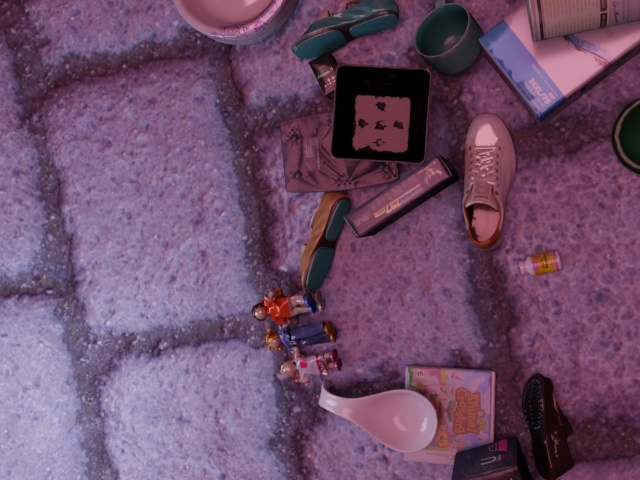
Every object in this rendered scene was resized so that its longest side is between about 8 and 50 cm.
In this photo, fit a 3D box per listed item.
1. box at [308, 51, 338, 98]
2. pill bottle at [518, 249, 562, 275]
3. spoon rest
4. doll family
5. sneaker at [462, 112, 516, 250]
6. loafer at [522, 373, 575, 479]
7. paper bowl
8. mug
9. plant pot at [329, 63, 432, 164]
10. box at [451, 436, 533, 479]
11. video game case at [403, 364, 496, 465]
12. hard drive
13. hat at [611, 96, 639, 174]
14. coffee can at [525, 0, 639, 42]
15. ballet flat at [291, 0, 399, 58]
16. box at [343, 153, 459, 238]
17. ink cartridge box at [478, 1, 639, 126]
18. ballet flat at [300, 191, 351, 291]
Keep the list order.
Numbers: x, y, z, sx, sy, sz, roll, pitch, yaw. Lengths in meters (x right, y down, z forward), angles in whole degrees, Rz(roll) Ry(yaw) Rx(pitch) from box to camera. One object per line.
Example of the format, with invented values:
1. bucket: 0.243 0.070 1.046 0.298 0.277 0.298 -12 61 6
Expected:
1. box: 0.019 -0.360 1.868 0.052 0.062 0.083 -27 85 12
2. pill bottle: 0.458 0.049 1.779 0.083 0.043 0.043 -14 88 14
3. spoon rest: 0.118 0.370 1.840 0.277 0.084 0.137 12 97 22
4. doll family: -0.058 0.191 1.881 0.163 0.118 0.262 -11 120 20
5. sneaker: 0.348 -0.123 1.763 0.106 0.123 0.290 -1 90 16
6. loafer: 0.479 0.384 1.778 0.078 0.080 0.219 -7 89 -18
7. paper bowl: -0.177 -0.571 1.868 0.284 0.148 0.284 0 91 14
8. mug: 0.279 -0.422 1.774 0.129 0.097 0.157 17 78 44
9. plant pot: 0.125 -0.248 1.738 0.188 0.167 0.187 4 91 5
10. box: 0.380 0.567 1.741 0.143 0.165 0.270 -20 95 14
11. video game case: 0.279 0.380 1.846 0.194 0.023 0.212 1 92 14
12. hard drive: 0.044 -0.194 1.871 0.255 0.054 0.171 -6 91 13
13. hat: 0.676 -0.211 1.642 0.209 0.183 0.172 -5 90 14
14. coffee can: 0.491 -0.468 1.469 0.276 0.201 0.201 -9 90 14
15. ballet flat: 0.050 -0.472 1.858 0.247 0.083 0.087 -18 63 14
16. box: 0.172 -0.090 1.776 0.233 0.183 0.059 -34 83 12
17. ink cartridge box: 0.484 -0.390 1.679 0.270 0.198 0.197 -38 82 13
18. ballet flat: 0.000 0.000 1.891 0.073 0.080 0.232 27 96 40
